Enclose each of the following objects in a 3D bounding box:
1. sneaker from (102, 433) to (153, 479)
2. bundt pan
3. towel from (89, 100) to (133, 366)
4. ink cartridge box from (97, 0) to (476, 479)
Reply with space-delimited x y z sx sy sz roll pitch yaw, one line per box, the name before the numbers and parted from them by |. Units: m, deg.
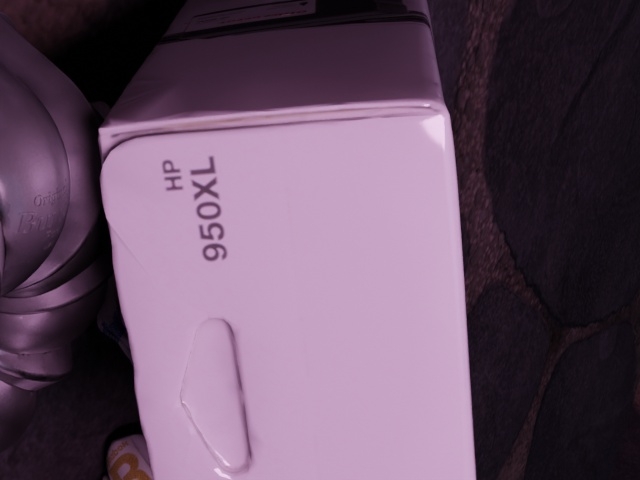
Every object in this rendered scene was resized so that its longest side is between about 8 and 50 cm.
sneaker | -0.125 0.226 0.922 0.108 0.169 0.292 -43 166 6
bundt pan | -0.209 0.045 0.591 0.331 0.124 0.331 -54 172 -11
towel | -0.105 0.062 0.860 0.034 0.209 0.285 -18 137 1
ink cartridge box | 0.000 0.000 0.759 0.395 0.166 0.286 -83 167 -67
